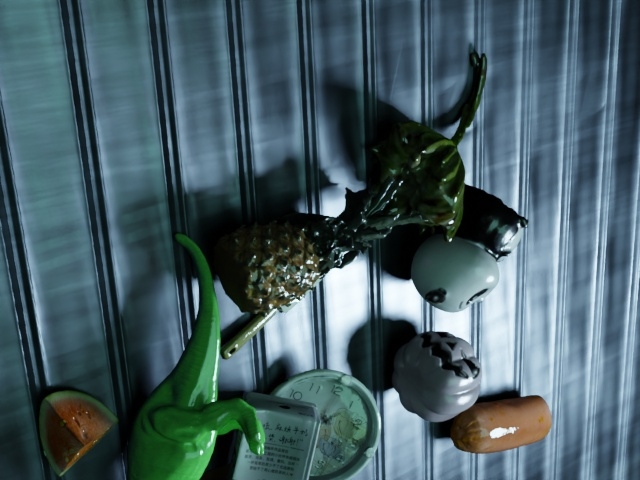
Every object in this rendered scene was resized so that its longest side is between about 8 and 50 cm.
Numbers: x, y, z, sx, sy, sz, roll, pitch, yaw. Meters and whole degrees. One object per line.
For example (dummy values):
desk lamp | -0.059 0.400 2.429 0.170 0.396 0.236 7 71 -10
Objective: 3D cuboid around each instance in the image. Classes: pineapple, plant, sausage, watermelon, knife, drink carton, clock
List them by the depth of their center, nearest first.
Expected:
watermelon | -0.387 0.294 1.517 0.125 0.094 0.135 -40 121 -10
pineapple | -0.001 0.002 1.665 0.364 0.165 0.166 -25 119 -28
drink carton | -0.088 0.392 1.736 0.134 0.102 0.222 12 100 -6
knife | -0.065 0.114 1.747 0.298 0.017 0.047 -43 128 -22
plant | 0.251 -0.158 1.802 0.333 0.180 0.251 -35 134 -27
clock | -0.007 0.346 1.818 0.236 0.053 0.237 -2 100 -10
sausage | 0.388 0.402 2.132 0.259 0.113 0.114 -1 106 -38

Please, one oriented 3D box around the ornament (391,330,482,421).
ornament | 0.233 0.264 1.925 0.177 0.177 0.178 -13 113 -33

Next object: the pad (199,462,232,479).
pad | -0.191 0.537 1.807 0.181 0.004 0.267 -11 112 -34

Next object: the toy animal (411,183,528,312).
toy animal | 0.273 0.026 1.870 0.165 0.187 0.235 27 83 1

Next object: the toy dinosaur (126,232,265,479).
toy dinosaur | -0.290 0.277 1.614 0.374 0.144 0.500 -21 89 3
